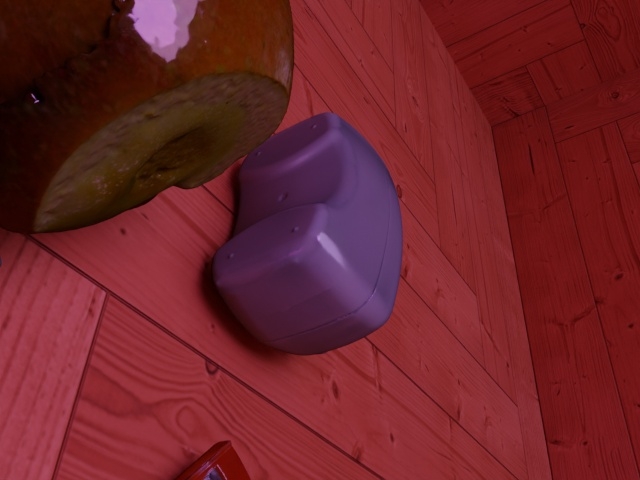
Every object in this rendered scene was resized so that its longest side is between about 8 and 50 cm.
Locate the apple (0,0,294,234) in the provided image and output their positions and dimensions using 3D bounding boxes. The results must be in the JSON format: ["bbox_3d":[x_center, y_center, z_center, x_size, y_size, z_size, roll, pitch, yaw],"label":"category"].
[{"bbox_3d":[-0.200,-0.170,0.627,0.374,0.375,0.383,36,59,-49],"label":"apple"}]

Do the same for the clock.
[{"bbox_3d":[-0.134,0.302,0.721,0.155,0.061,0.113,-29,98,-60],"label":"clock"}]

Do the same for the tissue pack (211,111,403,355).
[{"bbox_3d":[0.000,0.000,0.995,0.236,0.230,0.333,48,33,-33],"label":"tissue pack"}]
